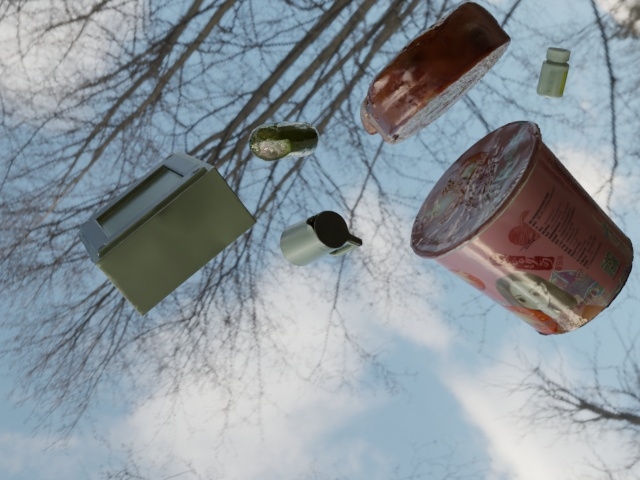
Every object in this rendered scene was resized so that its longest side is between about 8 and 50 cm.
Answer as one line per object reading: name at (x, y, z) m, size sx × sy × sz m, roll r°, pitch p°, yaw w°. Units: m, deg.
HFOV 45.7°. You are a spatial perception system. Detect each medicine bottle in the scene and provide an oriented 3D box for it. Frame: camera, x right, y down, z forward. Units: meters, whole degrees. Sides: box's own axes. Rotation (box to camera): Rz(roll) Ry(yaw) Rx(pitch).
medicine bottle at (0.412, -0.295, 1.340) m, size 0.047 × 0.083 × 0.047 m, roll 6°, pitch -155°, yaw -3°

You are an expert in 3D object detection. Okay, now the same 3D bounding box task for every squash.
squash at (-0.059, -0.177, 1.337) m, size 0.069 × 0.069 × 0.239 m, roll 56°, pitch -158°, yaw 5°

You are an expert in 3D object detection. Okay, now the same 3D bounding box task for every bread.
bread at (0.212, -0.311, 1.428) m, size 0.295 × 0.327 × 0.114 m, roll -38°, pitch -94°, yaw -2°

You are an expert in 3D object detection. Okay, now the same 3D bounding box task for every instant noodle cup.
instant noodle cup at (0.291, -0.009, 1.080) m, size 0.231 × 0.243 × 0.242 m, roll 38°, pitch -130°, yaw -17°

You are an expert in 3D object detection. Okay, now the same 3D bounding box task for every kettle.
kettle at (-0.004, 0.003, 1.682) m, size 0.126 × 0.148 × 0.098 m, roll 52°, pitch -126°, yaw -9°

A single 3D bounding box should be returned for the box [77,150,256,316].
box at (-0.257, -0.024, 1.210) m, size 0.225 × 0.225 × 0.117 m, roll -41°, pitch -64°, yaw -11°
